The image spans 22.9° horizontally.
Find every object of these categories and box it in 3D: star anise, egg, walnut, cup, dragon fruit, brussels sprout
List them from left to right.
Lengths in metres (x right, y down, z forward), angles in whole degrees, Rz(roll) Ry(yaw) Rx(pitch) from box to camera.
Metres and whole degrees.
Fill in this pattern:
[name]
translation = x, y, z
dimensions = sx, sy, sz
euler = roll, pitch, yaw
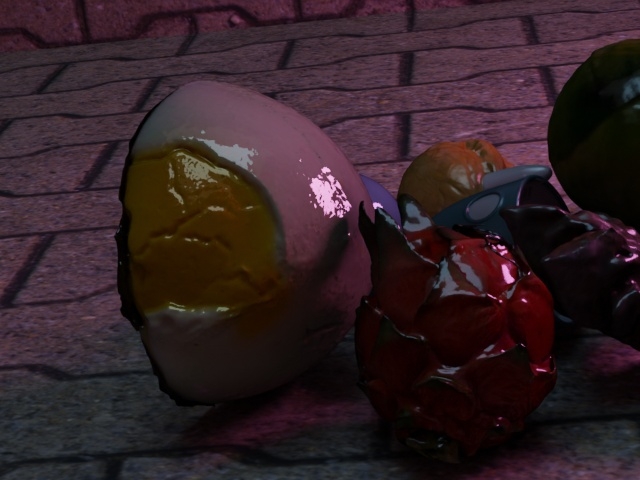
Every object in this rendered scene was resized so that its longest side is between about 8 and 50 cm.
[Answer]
[egg]
translation = -0.042, 0.002, 1.552
dimensions = 0.201, 0.337, 0.337
euler = 0, 19, 30
[dragon fruit]
translation = 0.118, 0.076, 1.436
dimensions = 0.193, 0.192, 0.274
euler = -10, 61, 8
[walnut]
translation = 0.175, -0.043, 1.891
dimensions = 0.159, 0.159, 0.206
euler = -11, 13, -11
[cup]
translation = 0.172, 0.030, 1.671
dimensions = 0.173, 0.167, 0.300
euler = -16, 36, 30
[star anise]
translation = 0.310, 0.050, 1.504
dimensions = 0.315, 0.108, 0.315
euler = 29, 11, -6
[brussels sprout]
translation = 0.355, -0.117, 1.702
dimensions = 0.219, 0.210, 0.271
euler = -36, 26, 11

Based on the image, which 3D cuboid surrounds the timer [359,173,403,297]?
[timer]
translation = 0.017, 0.010, 1.849
dimensions = 0.175, 0.175, 0.255
euler = -9, -11, -7
